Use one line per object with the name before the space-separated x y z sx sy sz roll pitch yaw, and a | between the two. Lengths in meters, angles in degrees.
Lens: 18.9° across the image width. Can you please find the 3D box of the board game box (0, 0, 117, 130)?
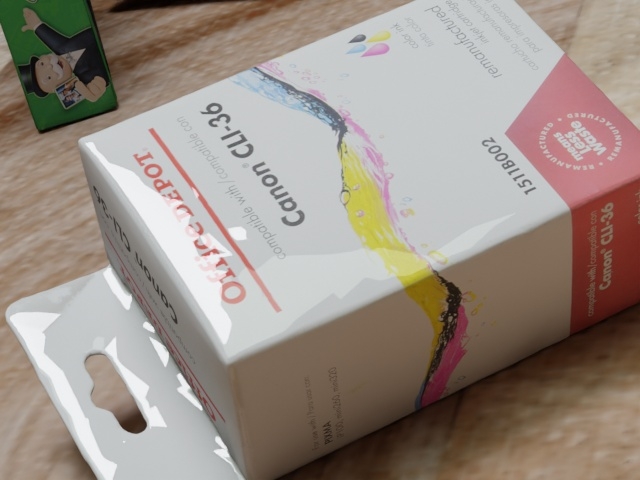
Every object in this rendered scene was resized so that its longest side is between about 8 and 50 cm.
board game box | -0.175 -0.212 1.046 0.046 0.213 0.317 -19 25 -3

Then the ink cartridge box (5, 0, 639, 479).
ink cartridge box | 0.000 0.000 0.629 0.198 0.067 0.115 -25 50 -16

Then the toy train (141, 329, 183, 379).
toy train | 0.007 0.022 0.675 0.158 0.027 0.036 -22 38 -13
